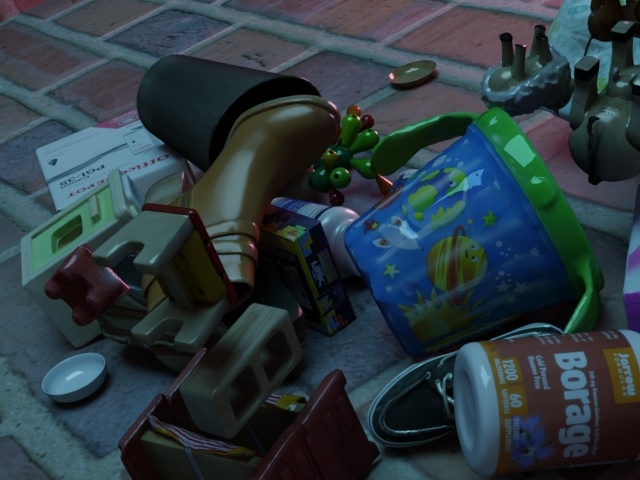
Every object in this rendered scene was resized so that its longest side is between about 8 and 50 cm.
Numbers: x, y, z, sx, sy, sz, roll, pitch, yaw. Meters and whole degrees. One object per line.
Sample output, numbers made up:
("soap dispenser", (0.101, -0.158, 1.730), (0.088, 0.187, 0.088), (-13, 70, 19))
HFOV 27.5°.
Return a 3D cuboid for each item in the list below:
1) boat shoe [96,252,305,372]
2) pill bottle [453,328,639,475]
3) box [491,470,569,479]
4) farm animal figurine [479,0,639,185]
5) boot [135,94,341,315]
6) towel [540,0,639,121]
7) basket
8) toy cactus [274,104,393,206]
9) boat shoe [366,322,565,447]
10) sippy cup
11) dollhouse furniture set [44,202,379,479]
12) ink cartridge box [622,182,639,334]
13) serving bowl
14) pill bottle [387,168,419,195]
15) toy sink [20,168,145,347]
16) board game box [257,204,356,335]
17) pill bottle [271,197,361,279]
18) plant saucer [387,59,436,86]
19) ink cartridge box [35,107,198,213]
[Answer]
("boat shoe", (-0.153, 0.093, 1.568), (0.324, 0.120, 0.122), (15, 35, 36))
("pill bottle", (0.237, 0.143, 1.183), (0.216, 0.121, 0.121), (-5, 26, -7))
("box", (0.190, 0.241, 1.166), (0.081, 0.028, 0.136), (-29, 30, -19))
("farm animal figurine", (0.394, -0.155, 1.471), (0.327, 0.172, 0.330), (-27, 41, -29))
("boot", (-0.092, -0.032, 1.475), (0.283, 0.109, 0.220), (-25, 38, 13))
("towel", (0.464, -0.270, 1.645), (0.374, 0.090, 0.320), (24, 89, 41))
("basket", (-0.143, -0.178, 1.840), (0.204, 0.154, 0.227), (-30, 37, -30))
("toy cactus", (0.015, -0.097, 1.856), (0.180, 0.112, 0.219), (-32, 26, 17))
("boat shoe", (0.140, 0.140, 1.281), (0.219, 0.077, 0.070), (-28, -6, 10))
("sippy cup", (0.155, 0.008, 1.428), (0.224, 0.240, 0.305), (-31, 18, 2))
("dollhouse furniture set", (-0.112, 0.109, 1.236), (0.201, 0.374, 0.152), (7, 41, 38))
("ink cartridge box", (0.481, 0.019, 1.343), (0.324, 0.071, 0.330), (-8, 28, 21))
("serving bowl", (-0.299, 0.174, 1.609), (0.083, 0.027, 0.083), (-16, 27, 8))
("pill bottle", (0.112, -0.036, 1.684), (0.067, 0.067, 0.120), (-7, 30, 23))
("toy sink", (-0.271, 0.003, 1.739), (0.234, 0.131, 0.153), (-33, 27, 4))
("board game box", (-0.043, 0.028, 1.588), (0.048, 0.141, 0.170), (-34, 31, -25))
("pill bottle", (0.000, 0.000, 1.662), (0.169, 0.094, 0.094), (11, 40, 45))
("plant saucer", (0.153, -0.272, 2.150), (0.083, 0.015, 0.083), (-16, 27, 8))
("ink cartridge box", (-0.305, -0.085, 1.993), (0.207, 0.117, 0.283), (-23, 27, -9))
